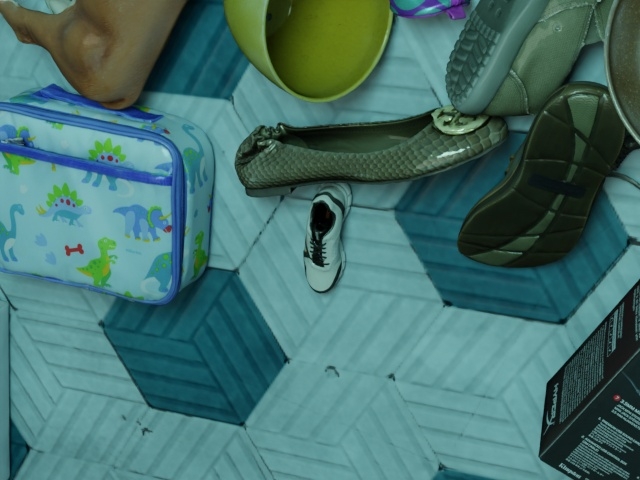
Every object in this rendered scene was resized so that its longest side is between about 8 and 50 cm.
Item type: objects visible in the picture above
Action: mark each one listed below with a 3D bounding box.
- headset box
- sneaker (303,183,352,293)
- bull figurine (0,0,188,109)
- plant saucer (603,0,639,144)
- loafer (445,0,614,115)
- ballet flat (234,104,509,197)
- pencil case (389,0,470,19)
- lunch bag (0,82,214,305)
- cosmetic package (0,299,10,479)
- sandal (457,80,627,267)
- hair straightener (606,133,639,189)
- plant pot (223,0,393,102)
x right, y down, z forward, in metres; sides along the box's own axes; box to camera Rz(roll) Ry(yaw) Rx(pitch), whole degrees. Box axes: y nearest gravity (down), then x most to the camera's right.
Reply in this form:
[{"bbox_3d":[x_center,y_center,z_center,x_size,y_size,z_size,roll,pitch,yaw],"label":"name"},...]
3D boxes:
[{"bbox_3d":[0.337,0.096,0.961,0.218,0.110,0.293,31,122,-5],"label":"headset box"},{"bbox_3d":[0.000,0.000,1.128,0.040,0.044,0.109,13,118,16],"label":"sneaker"},{"bbox_3d":[-0.152,-0.254,1.055,0.188,0.101,0.310,41,119,8],"label":"bull figurine"},{"bbox_3d":[0.299,-0.131,0.899,0.198,0.036,0.199,-1,86,11],"label":"plant saucer"},{"bbox_3d":[0.185,-0.195,0.950,0.087,0.094,0.251,18,122,-23],"label":"loafer"},{"bbox_3d":[0.034,-0.082,1.061,0.249,0.084,0.058,-6,110,32],"label":"ballet flat"},{"bbox_3d":[0.082,-0.247,0.973,0.070,0.064,0.152,22,124,46],"label":"pencil case"},{"bbox_3d":[-0.210,-0.045,1.177,0.218,0.090,0.176,14,113,17],"label":"lunch bag"},{"bbox_3d":[-0.452,0.158,1.339,0.224,0.138,0.224,16,117,19],"label":"cosmetic package"},{"bbox_3d":[0.175,-0.053,1.011,0.090,0.060,0.219,17,138,-1],"label":"sandal"},{"bbox_3d":[0.325,-0.059,0.956,0.230,0.047,0.089,-10,107,26],"label":"hair straightener"},{"bbox_3d":[-0.022,-0.186,1.022,0.095,0.134,0.134,25,124,44],"label":"plant pot"}]
